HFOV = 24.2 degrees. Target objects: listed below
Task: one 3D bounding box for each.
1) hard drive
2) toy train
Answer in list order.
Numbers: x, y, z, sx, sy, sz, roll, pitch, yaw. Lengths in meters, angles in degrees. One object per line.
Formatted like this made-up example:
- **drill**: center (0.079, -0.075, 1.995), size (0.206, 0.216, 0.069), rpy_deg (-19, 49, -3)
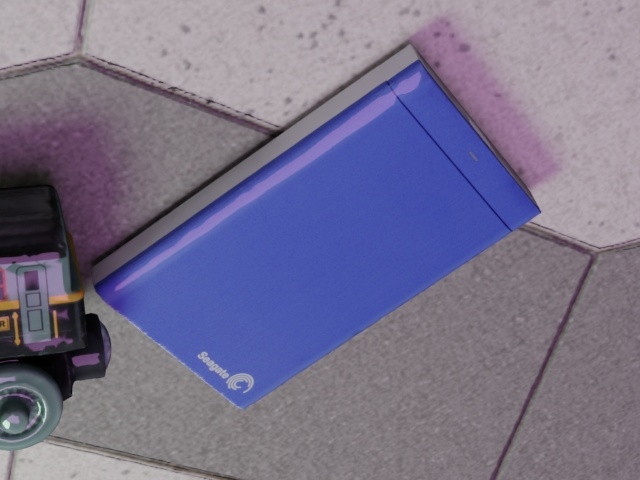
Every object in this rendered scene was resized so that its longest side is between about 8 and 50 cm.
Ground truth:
- **hard drive**: center (0.000, 0.000, 1.237), size (0.318, 0.040, 0.210), rpy_deg (-34, 132, 13)
- **toy train**: center (-0.327, 0.061, 1.128), size (0.333, 0.142, 0.190), rpy_deg (-5, 120, -12)
